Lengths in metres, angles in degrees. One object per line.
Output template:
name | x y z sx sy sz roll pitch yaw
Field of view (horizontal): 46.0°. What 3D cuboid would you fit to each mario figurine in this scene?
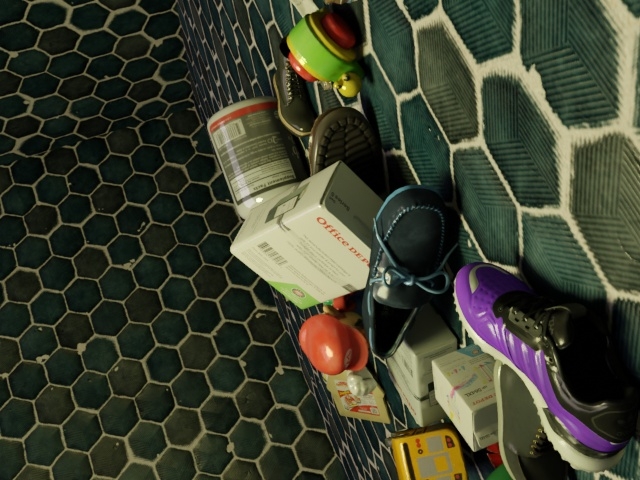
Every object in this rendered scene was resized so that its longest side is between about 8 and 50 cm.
mario figurine | 0.088 0.170 1.480 0.198 0.170 0.320 48 -154 0

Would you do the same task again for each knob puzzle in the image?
knob puzzle | 0.099 0.400 2.045 0.213 0.030 0.213 21 129 27

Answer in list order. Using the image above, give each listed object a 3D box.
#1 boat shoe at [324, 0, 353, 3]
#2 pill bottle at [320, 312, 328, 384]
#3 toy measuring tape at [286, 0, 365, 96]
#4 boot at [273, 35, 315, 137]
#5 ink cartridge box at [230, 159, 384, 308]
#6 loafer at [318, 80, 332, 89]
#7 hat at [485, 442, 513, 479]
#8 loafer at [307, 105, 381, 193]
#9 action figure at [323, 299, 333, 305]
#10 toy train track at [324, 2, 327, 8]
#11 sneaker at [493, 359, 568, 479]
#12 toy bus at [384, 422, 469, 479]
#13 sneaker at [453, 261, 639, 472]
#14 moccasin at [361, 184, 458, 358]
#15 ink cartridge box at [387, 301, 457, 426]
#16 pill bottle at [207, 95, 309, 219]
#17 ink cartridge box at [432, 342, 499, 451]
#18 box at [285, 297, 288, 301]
boat shoe | 0.001 -0.439 1.244 0.183 0.066 0.066 -124 19 -51
pill bottle | 0.048 0.301 2.095 0.119 0.119 0.209 -124 18 -50
toy measuring tape | -0.030 -0.381 1.303 0.330 0.121 0.121 59 165 17
boot | -0.061 -0.342 1.689 0.137 0.076 0.198 100 148 -57
ink cartridge box | 0.000 0.000 1.368 0.198 0.115 0.272 41 141 -22
loafer | -0.015 -0.356 1.517 0.045 0.039 0.125 119 131 -74
hat | 0.322 0.359 1.174 0.208 0.184 0.173 32 167 -12
loafer | 0.033 -0.115 1.450 0.366 0.133 0.130 83 163 -46
action figure | 0.008 0.094 2.007 0.232 0.137 0.063 56 -173 23
toy train track | 0.014 -0.413 1.365 0.083 0.014 0.048 91 164 -46
sneaker | 0.293 0.260 0.992 0.118 0.083 0.222 -159 52 -74
toy bus | 0.199 0.403 1.406 0.333 0.130 0.108 52 -156 -76
sneaker | 0.264 0.106 0.871 0.293 0.102 0.146 56 158 36
moccasin | 0.141 0.064 1.191 0.342 0.137 0.117 92 179 -48
ink cartridge box | 0.186 0.219 1.406 0.153 0.086 0.208 -121 17 -48
pill bottle | -0.145 -0.176 1.987 0.210 0.210 0.363 142 108 -78
ink cartridge box | 0.246 0.242 1.157 0.143 0.092 0.090 -127 21 -53
box | -0.080 0.043 2.270 0.213 0.117 0.243 127 122 -76
